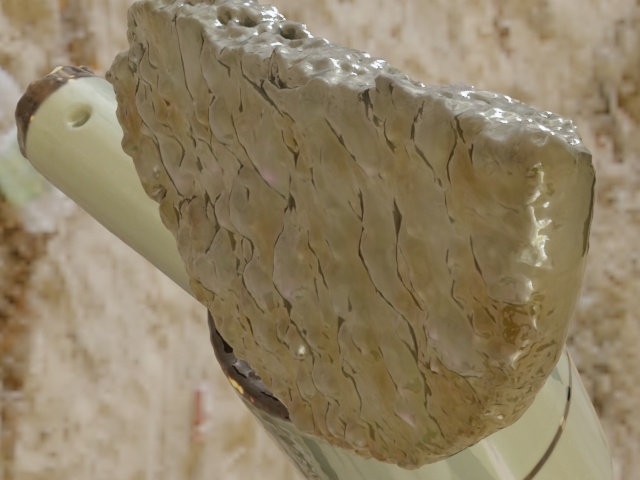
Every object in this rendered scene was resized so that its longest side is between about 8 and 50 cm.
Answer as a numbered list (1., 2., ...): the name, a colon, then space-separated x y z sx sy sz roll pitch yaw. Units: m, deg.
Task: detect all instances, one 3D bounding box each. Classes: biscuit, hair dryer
1. biscuit: 0.002 0.000 0.565 0.038 0.290 0.141 -16 111 -24
2. hair dryer: -0.034 0.009 0.843 0.128 0.362 0.203 -47 143 -10
